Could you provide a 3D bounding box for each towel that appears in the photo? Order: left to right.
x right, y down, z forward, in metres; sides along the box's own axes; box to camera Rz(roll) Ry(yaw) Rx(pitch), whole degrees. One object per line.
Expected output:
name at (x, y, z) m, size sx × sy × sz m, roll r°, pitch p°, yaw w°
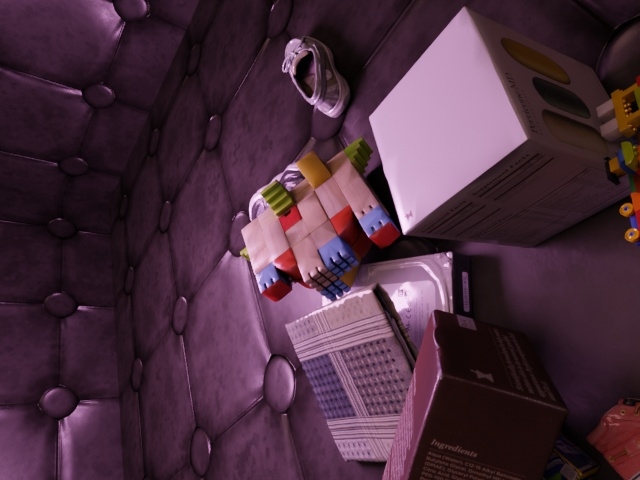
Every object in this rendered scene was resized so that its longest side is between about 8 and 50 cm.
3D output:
towel at (0.082, 0.253, 0.822) m, size 0.324 × 0.056 × 0.312 m, roll -33°, pitch 79°, yaw 52°

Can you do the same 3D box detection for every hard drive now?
hard drive at (0.129, 0.158, 0.871) m, size 0.339 × 0.064 × 0.236 m, roll -12°, pitch 72°, yaw 51°

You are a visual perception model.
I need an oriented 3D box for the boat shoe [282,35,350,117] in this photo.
boat shoe at (-0.029, -0.438, 1.168) m, size 0.118 × 0.103 × 0.320 m, roll -49°, pitch 47°, yaw 33°

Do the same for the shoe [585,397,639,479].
shoe at (0.393, 0.206, 0.524) m, size 0.081 × 0.064 × 0.178 m, roll 49°, pitch 124°, yaw 39°

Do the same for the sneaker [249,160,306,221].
sneaker at (-0.094, -0.077, 1.168) m, size 0.269 × 0.101 × 0.153 m, roll -37°, pitch 52°, yaw 38°

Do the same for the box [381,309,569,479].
box at (0.160, 0.305, 0.581) m, size 0.143 × 0.191 × 0.381 m, roll 13°, pitch 105°, yaw 9°

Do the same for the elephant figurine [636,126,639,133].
elephant figurine at (0.475, -0.204, 0.465) m, size 0.186 × 0.239 × 0.169 m, roll 24°, pitch 85°, yaw 25°

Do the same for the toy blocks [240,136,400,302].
toy blocks at (0.000, 0.000, 0.928) m, size 0.381 × 0.191 × 0.261 m, roll -36°, pitch 46°, yaw 12°

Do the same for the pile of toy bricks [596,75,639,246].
pile of toy bricks at (0.376, -0.077, 0.466) m, size 0.105 × 0.118 × 0.212 m, roll -37°, pitch 36°, yaw 52°

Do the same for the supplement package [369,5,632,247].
supplement package at (0.244, -0.127, 0.607) m, size 0.198 × 0.263 × 0.199 m, roll -43°, pitch 50°, yaw 48°

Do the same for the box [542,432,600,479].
box at (0.291, 0.276, 0.640) m, size 0.169 × 0.059 × 0.054 m, roll 40°, pitch 115°, yaw 48°
